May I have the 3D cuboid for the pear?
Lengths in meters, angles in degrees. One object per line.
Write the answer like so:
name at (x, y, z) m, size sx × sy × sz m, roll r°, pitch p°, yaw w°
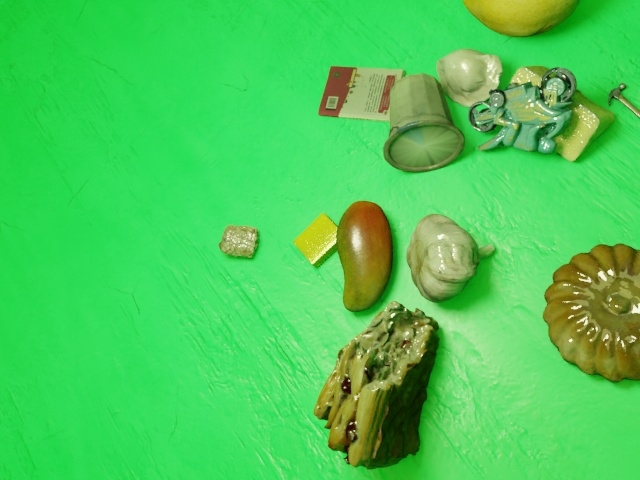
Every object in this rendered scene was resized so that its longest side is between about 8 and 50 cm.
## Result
pear at (0.523, -0.672, 1.761) m, size 0.314 × 0.314 × 0.314 m, roll -7°, pitch 70°, yaw 19°

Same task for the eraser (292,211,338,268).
eraser at (0.000, 0.000, 1.871) m, size 0.122 × 0.045 × 0.097 m, roll -45°, pitch 64°, yaw 3°

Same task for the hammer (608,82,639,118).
hammer at (0.784, -0.313, 1.694) m, size 0.062 × 0.017 × 0.182 m, roll -38°, pitch 64°, yaw 5°

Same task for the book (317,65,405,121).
book at (0.116, -0.427, 1.985) m, size 0.232 × 0.022 × 0.162 m, roll 10°, pitch 78°, yaw 23°

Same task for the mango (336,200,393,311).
mango at (0.117, 0.036, 1.770) m, size 0.146 × 0.129 × 0.289 m, roll -5°, pitch 81°, yaw -12°

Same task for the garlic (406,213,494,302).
garlic at (0.331, 0.043, 1.672) m, size 0.212 × 0.218 × 0.218 m, roll -2°, pitch 68°, yaw -16°

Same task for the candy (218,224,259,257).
candy at (-0.229, 0.001, 1.944) m, size 0.110 × 0.085 × 0.095 m, roll 12°, pitch 85°, yaw 13°

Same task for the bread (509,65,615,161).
bread at (0.596, -0.339, 1.729) m, size 0.178 × 0.142 × 0.266 m, roll -41°, pitch 64°, yaw -14°

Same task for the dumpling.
dumpling at (0.393, -0.437, 1.845) m, size 0.111 × 0.181 × 0.155 m, roll -8°, pitch 100°, yaw -18°

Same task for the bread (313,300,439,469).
bread at (0.129, 0.320, 1.576) m, size 0.191 × 0.314 × 0.370 m, roll 9°, pitch 80°, yaw 32°

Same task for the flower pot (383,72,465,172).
flower pot at (0.260, -0.314, 1.810) m, size 0.212 × 0.212 × 0.203 m, roll -15°, pitch 55°, yaw 16°

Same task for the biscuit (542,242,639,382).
biscuit at (0.666, 0.153, 1.536) m, size 0.325 × 0.107 × 0.326 m, roll -9°, pitch 67°, yaw 21°

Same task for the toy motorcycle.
toy motorcycle at (0.509, -0.302, 1.698) m, size 0.296 × 0.109 × 0.198 m, roll -10°, pitch 105°, yaw 45°
